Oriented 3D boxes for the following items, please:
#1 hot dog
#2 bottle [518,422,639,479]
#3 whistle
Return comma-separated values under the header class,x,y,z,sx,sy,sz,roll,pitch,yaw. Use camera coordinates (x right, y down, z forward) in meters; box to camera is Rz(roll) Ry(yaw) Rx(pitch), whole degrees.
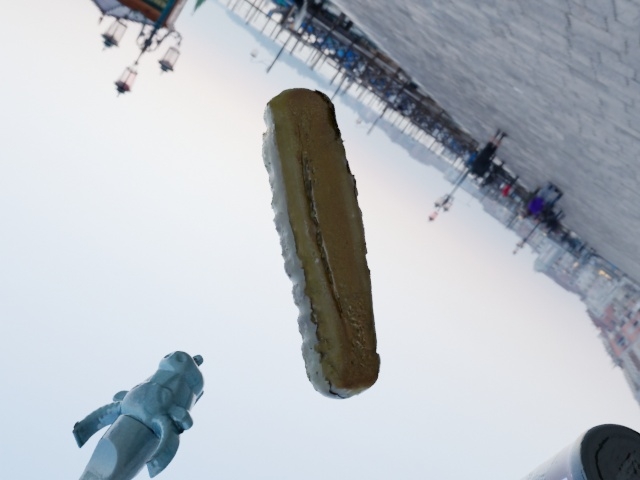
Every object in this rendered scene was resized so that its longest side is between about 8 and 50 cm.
class,x,y,z,sx,sy,sz,roll,pitch,yaw
hot dog,-0.001,0.000,0.519,0.083,0.289,0.068,-7,174,-20
bottle,0.371,0.407,0.835,0.144,0.336,0.144,8,-132,-9
whistle,-0.265,0.278,0.846,0.186,0.093,0.274,3,-141,33
